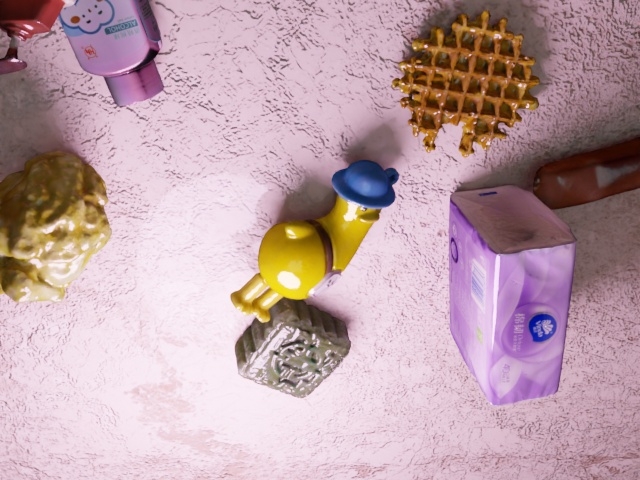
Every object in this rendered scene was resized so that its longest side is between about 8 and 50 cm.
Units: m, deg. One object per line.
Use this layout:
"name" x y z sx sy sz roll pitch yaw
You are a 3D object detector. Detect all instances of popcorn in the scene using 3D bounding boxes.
"popcorn" -0.429 -0.015 0.959 0.195 0.255 0.256 30 118 -21

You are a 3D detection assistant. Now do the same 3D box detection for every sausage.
"sausage" 0.527 -0.127 1.124 0.300 0.083 0.089 -14 127 3

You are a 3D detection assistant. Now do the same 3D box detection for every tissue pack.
"tissue pack" 0.338 0.098 1.133 0.160 0.242 0.338 -10 121 -3

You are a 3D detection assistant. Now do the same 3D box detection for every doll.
"doll" 0.000 0.000 1.104 0.363 0.145 0.199 -43 149 7

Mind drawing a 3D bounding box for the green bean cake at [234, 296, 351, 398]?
"green bean cake" -0.053 0.215 1.237 0.185 0.094 0.183 28 111 -27

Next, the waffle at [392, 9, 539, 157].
"waffle" 0.242 -0.254 1.029 0.229 0.051 0.231 -31 118 10

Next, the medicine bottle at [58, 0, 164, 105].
"medicine bottle" -0.296 -0.298 0.901 0.119 0.094 0.188 -15 120 3

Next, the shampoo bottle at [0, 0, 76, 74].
"shampoo bottle" -0.372 -0.344 0.788 0.153 0.071 0.284 11 85 9
